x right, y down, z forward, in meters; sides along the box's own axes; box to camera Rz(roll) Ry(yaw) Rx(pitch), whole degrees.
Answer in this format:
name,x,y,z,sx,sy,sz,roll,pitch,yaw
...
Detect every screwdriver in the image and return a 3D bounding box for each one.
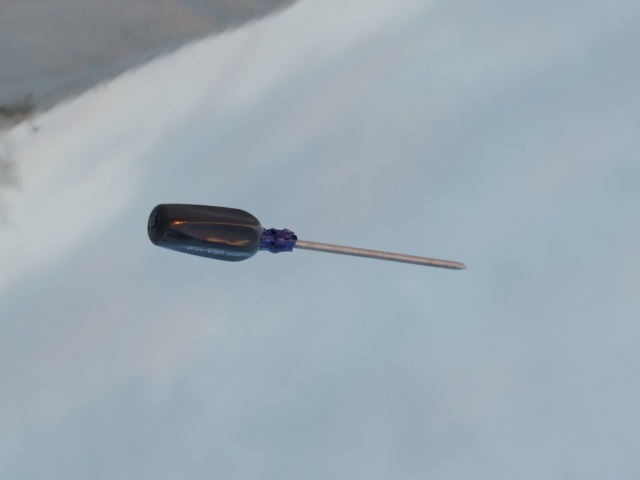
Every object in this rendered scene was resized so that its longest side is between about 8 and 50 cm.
name,x,y,z,sx,sy,sz,roll,pitch,yaw
screwdriver,0.000,0.000,0.755,0.024,0.170,0.025,57,-45,48
